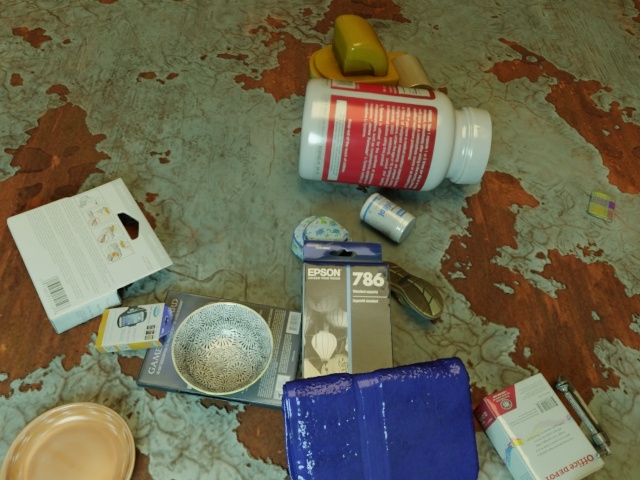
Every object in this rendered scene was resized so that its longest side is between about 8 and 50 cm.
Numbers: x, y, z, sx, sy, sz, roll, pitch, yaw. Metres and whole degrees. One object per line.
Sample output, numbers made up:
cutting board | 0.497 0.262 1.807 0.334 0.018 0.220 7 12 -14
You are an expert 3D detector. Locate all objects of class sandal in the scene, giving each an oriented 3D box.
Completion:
sandal | 0.176 0.104 1.129 0.072 0.049 0.180 -29 46 -31

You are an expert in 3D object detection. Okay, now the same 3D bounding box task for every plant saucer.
plant saucer | -0.394 0.358 0.880 0.200 0.037 0.199 2 53 -3

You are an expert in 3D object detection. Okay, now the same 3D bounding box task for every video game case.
video game case | -0.175 0.198 1.031 0.274 0.026 0.196 9 53 2

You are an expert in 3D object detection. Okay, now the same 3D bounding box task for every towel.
towel | 0.096 0.315 0.902 0.308 0.076 0.227 -6 91 -10
towel | 0.679 -0.083 1.342 0.060 0.009 0.083 20 53 10

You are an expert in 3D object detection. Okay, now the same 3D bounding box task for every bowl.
bowl | -0.167 0.200 0.965 0.170 0.080 0.170 3 53 -3

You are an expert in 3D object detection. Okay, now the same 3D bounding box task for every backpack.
backpack | 0.000 0.000 1.161 0.114 0.084 0.105 37 57 22

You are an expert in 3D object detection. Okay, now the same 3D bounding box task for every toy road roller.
toy road roller | 0.134 -0.430 1.399 0.330 0.240 0.202 -8 55 -12

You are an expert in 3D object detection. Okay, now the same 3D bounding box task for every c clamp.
c clamp | 0.462 0.301 0.973 0.137 0.022 0.160 25 31 -45

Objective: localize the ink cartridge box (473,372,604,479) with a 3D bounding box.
ink cartridge box | 0.369 0.337 0.954 0.128 0.072 0.175 -17 57 -18

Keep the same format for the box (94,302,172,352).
box | -0.337 0.159 1.021 0.136 0.028 0.081 -5 51 5

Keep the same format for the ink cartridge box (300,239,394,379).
ink cartridge box | 0.046 0.143 1.022 0.166 0.065 0.332 1 67 -5

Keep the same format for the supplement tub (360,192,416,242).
supplement tub | 0.147 -0.050 1.222 0.107 0.071 0.071 34 57 19

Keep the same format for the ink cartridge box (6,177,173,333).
ink cartridge box | -0.460 0.017 1.114 0.239 0.060 0.275 -25 59 -24

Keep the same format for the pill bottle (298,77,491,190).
pill bottle | 0.161 -0.233 1.263 0.408 0.229 0.229 6 53 -2
